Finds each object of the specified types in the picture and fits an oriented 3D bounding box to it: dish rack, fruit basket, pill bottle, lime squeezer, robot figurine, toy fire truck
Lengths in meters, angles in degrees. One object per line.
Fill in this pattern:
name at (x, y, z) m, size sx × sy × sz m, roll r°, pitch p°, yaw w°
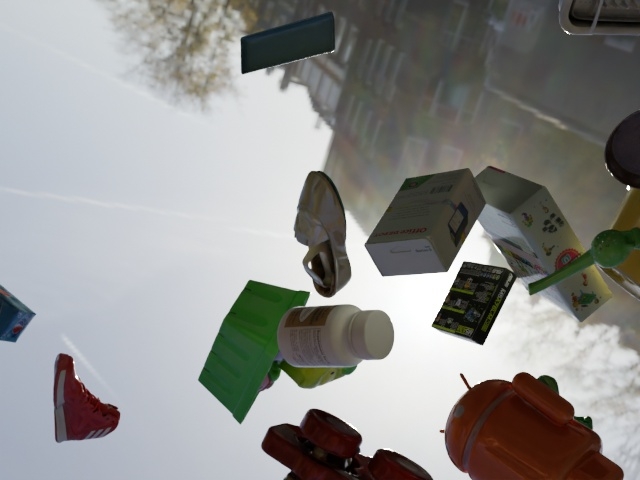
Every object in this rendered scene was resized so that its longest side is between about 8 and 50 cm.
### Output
dish rack at (0.628, -0.543, 1.914) m, size 0.333 × 0.285 × 0.072 m, roll -2°, pitch -142°, yaw -18°
fruit basket at (-0.093, 0.310, 2.582) m, size 0.392 × 0.392 × 0.283 m, roll 21°, pitch -136°, yaw 10°
pill bottle at (0.033, 0.198, 2.038) m, size 0.229 × 0.131 × 0.131 m, roll -6°, pitch 178°, yaw 41°
lime squeezer at (0.455, 0.026, 1.407) m, size 0.310 × 0.110 × 0.059 m, roll -10°, pitch -142°, yaw 6°
robot figurine at (0.235, 0.246, 1.138) m, size 0.219 × 0.128 × 0.158 m, roll 31°, pitch 160°, yaw 34°
toy fire truck at (0.058, 0.386, 1.559) m, size 0.302 × 0.169 × 0.254 m, roll 28°, pitch -178°, yaw 19°

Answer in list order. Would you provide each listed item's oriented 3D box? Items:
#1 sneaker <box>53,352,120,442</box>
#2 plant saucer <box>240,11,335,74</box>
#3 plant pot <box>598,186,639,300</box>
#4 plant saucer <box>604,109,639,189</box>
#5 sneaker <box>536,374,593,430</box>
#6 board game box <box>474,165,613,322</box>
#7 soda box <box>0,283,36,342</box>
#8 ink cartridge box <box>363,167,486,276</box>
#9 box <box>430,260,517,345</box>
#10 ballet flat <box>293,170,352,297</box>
sneaker at (-0.457, 0.306, 1.922) m, size 0.128 × 0.221 × 0.087 m, roll 0°, pitch -139°, yaw -13°
plant saucer at (-0.054, -0.323, 1.620) m, size 0.192 × 0.067 × 0.018 m, roll -7°, pitch 170°, yaw 34°
plant pot at (0.659, -0.008, 1.870) m, size 0.254 × 0.239 × 0.254 m, roll 40°, pitch -178°, yaw -2°
plant saucer at (0.547, -0.156, 1.596) m, size 0.168 × 0.168 × 0.029 m, roll 15°, pitch -139°, yaw -8°
sneaker at (0.400, 0.339, 1.542) m, size 0.123 × 0.295 × 0.109 m, roll -39°, pitch -161°, yaw -26°
board game box at (0.443, 0.003, 2.027) m, size 0.303 × 0.097 × 0.224 m, roll 53°, pitch 175°, yaw -24°
soda box at (-0.618, 0.094, 1.759) m, size 0.210 × 0.067 × 0.071 m, roll 35°, pitch 179°, yaw 14°
ink cartridge box at (0.201, -0.033, 1.873) m, size 0.154 × 0.093 × 0.212 m, roll -7°, pitch -146°, yaw 39°
box at (0.354, 0.142, 2.277) m, size 0.045 × 0.184 × 0.191 m, roll 28°, pitch 172°, yaw -22°
ballet flat at (0.000, 0.000, 1.543) m, size 0.086 × 0.248 × 0.086 m, roll -7°, pitch -134°, yaw 8°
